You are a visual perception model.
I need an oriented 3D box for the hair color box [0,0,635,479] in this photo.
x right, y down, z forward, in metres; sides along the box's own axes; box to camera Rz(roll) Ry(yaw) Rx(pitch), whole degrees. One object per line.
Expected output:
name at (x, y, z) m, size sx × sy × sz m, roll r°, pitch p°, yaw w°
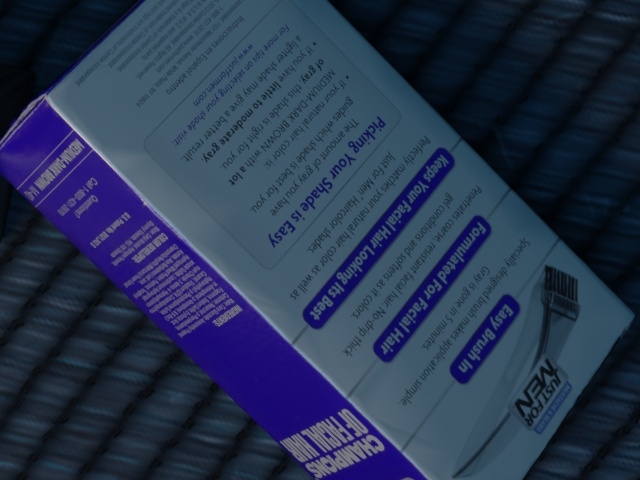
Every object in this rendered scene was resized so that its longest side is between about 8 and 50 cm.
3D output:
hair color box at (0.000, 0.000, 1.067) m, size 0.339 × 0.110 × 0.185 m, roll 45°, pitch 57°, yaw -6°

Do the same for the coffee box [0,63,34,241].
coffee box at (-0.335, -0.069, 1.079) m, size 0.297 × 0.168 × 0.119 m, roll 13°, pitch 102°, yaw -1°
